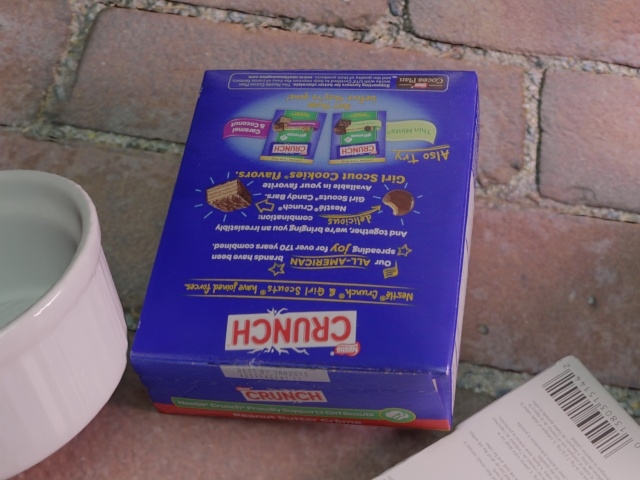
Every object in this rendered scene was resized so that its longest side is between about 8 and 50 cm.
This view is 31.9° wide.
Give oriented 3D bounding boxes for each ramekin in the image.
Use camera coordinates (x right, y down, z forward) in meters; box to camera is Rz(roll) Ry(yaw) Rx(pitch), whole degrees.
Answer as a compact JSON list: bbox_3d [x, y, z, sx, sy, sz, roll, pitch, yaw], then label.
[{"bbox_3d":[-0.290,0.074,0.900,0.277,0.135,0.277,-12,34,8],"label":"ramekin"}]

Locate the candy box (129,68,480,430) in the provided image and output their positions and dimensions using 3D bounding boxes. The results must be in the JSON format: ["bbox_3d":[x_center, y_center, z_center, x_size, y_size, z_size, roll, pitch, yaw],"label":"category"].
[{"bbox_3d":[0.000,0.000,1.005,0.268,0.122,0.317,3,55,12],"label":"candy box"}]

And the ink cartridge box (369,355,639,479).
[{"bbox_3d":[0.197,0.269,0.899,0.261,0.066,0.296,-27,58,-21],"label":"ink cartridge box"}]
